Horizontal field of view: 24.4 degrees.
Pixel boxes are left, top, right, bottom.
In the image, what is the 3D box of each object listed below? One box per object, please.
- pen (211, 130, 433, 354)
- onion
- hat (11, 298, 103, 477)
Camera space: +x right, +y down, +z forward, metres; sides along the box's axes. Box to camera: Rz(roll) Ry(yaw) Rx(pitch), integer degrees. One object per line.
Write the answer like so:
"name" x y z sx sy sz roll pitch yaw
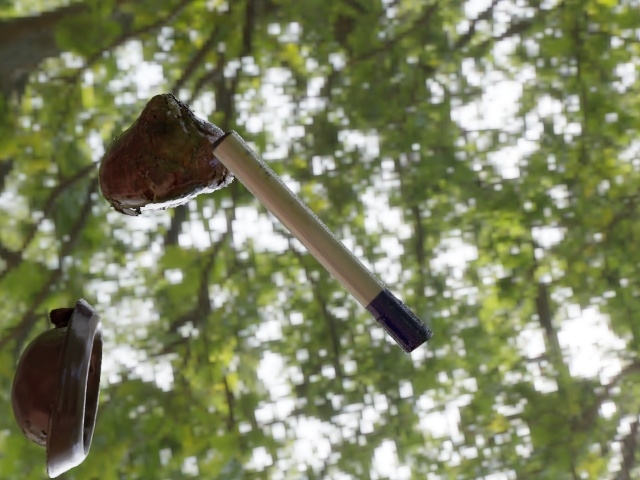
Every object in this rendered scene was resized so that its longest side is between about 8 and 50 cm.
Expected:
"pen" 0.000 0.000 1.367 0.269 0.033 0.033 46 -38 4
"onion" -0.197 -0.112 1.872 0.184 0.184 0.147 7 -72 59
"hat" -0.300 0.165 1.674 0.205 0.089 0.205 -174 -90 -88
